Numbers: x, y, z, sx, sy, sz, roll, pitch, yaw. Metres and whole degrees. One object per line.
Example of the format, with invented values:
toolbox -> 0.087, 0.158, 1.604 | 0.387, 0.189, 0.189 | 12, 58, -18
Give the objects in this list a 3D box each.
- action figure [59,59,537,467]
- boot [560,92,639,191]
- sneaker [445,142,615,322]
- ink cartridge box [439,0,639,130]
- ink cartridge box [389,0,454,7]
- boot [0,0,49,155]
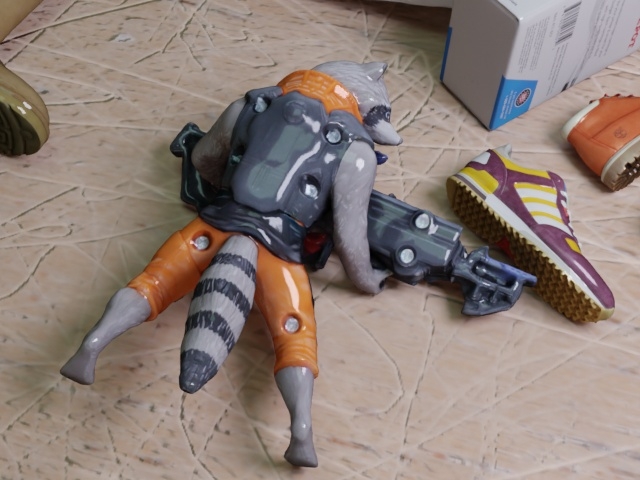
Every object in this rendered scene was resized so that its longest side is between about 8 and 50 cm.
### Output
action figure -> 0.000, 0.000, 0.774 | 0.342, 0.178, 0.330 | 16, 68, 11
boot -> 0.301, -0.120, 0.928 | 0.158, 0.059, 0.084 | -33, 60, -20
sneaker -> 0.196, -0.013, 0.847 | 0.084, 0.069, 0.185 | -36, 66, -16
ink cartridge box -> 0.224, -0.217, 0.931 | 0.203, 0.148, 0.086 | -30, 61, -20
ink cartridge box -> 0.092, -0.442, 1.034 | 0.279, 0.160, 0.384 | 10, 58, 20
boot -> -0.296, -0.228, 0.956 | 0.236, 0.089, 0.269 | 25, 59, 13
